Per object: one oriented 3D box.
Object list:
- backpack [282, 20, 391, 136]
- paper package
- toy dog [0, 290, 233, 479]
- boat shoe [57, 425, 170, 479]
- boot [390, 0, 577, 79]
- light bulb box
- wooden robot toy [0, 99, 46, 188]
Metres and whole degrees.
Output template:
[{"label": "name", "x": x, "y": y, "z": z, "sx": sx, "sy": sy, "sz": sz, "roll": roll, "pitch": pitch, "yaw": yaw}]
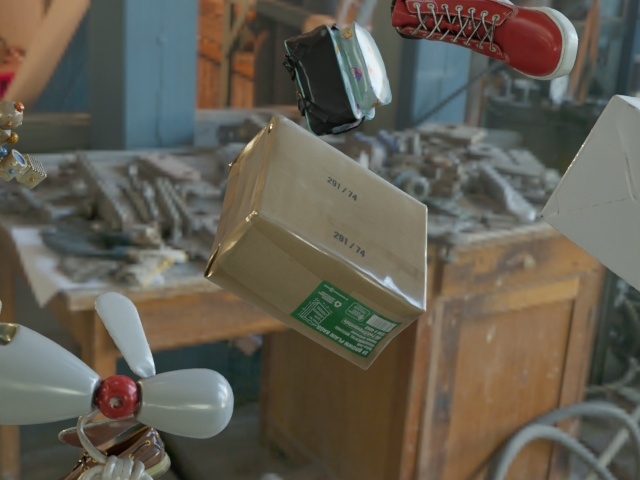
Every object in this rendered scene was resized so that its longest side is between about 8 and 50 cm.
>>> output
[{"label": "backpack", "x": 0.030, "y": -0.253, "z": 1.833, "sx": 0.144, "sy": 0.165, "sz": 0.188, "roll": -20, "pitch": 1, "yaw": 6}, {"label": "paper package", "x": 0.000, "y": 0.000, "z": 1.922, "sx": 0.325, "sy": 0.168, "sz": 0.309, "roll": 31, "pitch": 35, "yaw": -17}, {"label": "toy dog", "x": -0.274, "y": 0.147, "z": 1.222, "sx": 0.334, "sy": 0.220, "sz": 0.161, "roll": 32, "pitch": -2, "yaw": -14}, {"label": "boat shoe", "x": -0.267, "y": 0.274, "z": 1.401, "sx": 0.178, "sy": 0.060, "sz": 0.064, "roll": -22, "pitch": 17, "yaw": -27}, {"label": "boot", "x": 0.190, "y": -0.259, "z": 1.459, "sx": 0.176, "sy": 0.088, "sz": 0.244, "roll": -1, "pitch": 22, "yaw": -26}, {"label": "light bulb box", "x": 0.594, "y": -0.031, "z": 1.791, "sx": 0.358, "sy": 0.225, "sz": 0.361, "roll": 41, "pitch": 25, "yaw": 27}, {"label": "wooden robot toy", "x": -0.382, "y": -0.130, "z": 1.414, "sx": 0.079, "sy": 0.173, "sz": 0.076, "roll": -36, "pitch": 39, "yaw": 10}]
